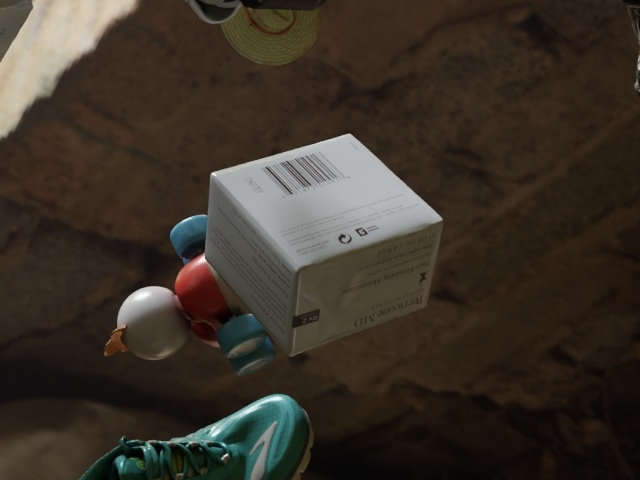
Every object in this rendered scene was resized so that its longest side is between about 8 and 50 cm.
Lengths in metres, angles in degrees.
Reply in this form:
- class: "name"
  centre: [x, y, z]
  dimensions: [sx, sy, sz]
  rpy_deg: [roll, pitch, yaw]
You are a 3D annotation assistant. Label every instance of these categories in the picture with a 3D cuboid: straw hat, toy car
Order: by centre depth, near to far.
- class: "straw hat"
  centre: [-0.061, -0.298, 1.730]
  dimensions: [0.061, 0.144, 0.144]
  rpy_deg: [165, 126, -77]
- class: "toy car"
  centre: [-0.225, 0.121, 2.104]
  dimensions: [0.238, 0.210, 0.219]
  rpy_deg: [-25, 70, -4]

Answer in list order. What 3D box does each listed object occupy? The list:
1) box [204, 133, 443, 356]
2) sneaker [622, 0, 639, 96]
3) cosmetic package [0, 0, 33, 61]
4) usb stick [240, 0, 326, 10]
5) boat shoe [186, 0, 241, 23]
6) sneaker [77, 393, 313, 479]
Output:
- class: "box"
  centre: [0.000, 0.000, 1.418]
  dimensions: [0.182, 0.181, 0.119]
  rpy_deg: [46, 143, 39]
- class: "sneaker"
  centre: [0.298, -0.153, 1.041]
  dimensions: [0.134, 0.343, 0.146]
  rpy_deg: [41, 101, 40]
- class: "cosmetic package"
  centre: [-0.543, -0.317, 1.385]
  dimensions: [0.327, 0.329, 0.393]
  rpy_deg: [-34, 77, 59]
- class: "usb stick"
  centre: [-0.024, -0.254, 1.292]
  dimensions: [0.077, 0.045, 0.278]
  rpy_deg: [-62, -5, 13]
- class: "boat shoe"
  centre: [-0.090, -0.267, 1.305]
  dimensions: [0.258, 0.095, 0.084]
  rpy_deg: [158, 94, -85]
- class: "sneaker"
  centre: [-0.128, 0.210, 1.146]
  dimensions: [0.275, 0.110, 0.107]
  rpy_deg: [-29, 45, -15]
